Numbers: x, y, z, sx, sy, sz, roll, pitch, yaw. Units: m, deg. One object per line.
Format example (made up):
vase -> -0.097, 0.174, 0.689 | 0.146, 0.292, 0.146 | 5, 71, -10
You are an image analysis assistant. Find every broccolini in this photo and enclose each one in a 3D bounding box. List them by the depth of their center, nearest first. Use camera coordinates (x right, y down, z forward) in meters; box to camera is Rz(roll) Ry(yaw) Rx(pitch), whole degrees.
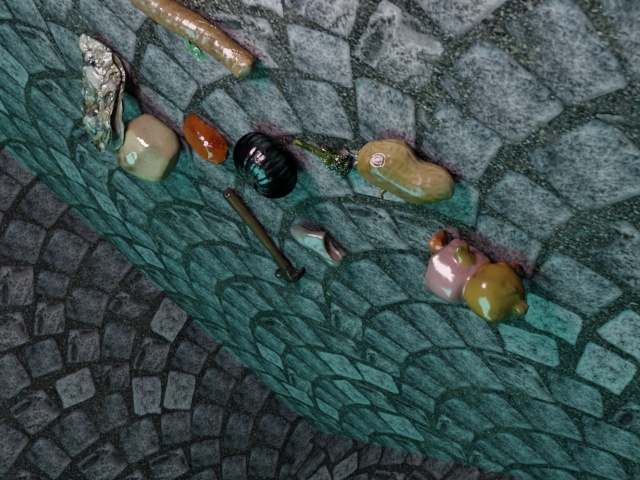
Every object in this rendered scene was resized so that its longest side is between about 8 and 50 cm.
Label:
broccolini -> -0.004, -0.213, 1.789 | 0.201, 0.058, 0.074 | 21, 143, 30

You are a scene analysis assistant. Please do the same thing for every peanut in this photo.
peanut -> 0.194, -0.155, 1.575 | 0.236, 0.120, 0.110 | 24, -178, 14

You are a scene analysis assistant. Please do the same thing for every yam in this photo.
yam -> -0.305, -0.505, 1.670 | 0.357, 0.081, 0.081 | 37, 155, 6

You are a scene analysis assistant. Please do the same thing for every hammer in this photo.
hammer -> -0.204, -0.008, 2.414 | 0.168, 0.044, 0.440 | 7, 141, 49

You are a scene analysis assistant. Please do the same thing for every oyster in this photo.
oyster -> -0.663, -0.445, 2.094 | 0.162, 0.158, 0.351 | 8, 116, 23

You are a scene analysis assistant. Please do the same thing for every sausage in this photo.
sausage -> -0.344, -0.301, 2.059 | 0.179, 0.089, 0.089 | 45, 156, 7

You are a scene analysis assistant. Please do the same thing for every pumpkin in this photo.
pumpkin -> -0.149, -0.208, 1.897 | 0.202, 0.140, 0.202 | 43, 168, 11

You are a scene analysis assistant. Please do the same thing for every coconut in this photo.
coconut -> -0.564, -0.297, 2.222 | 0.224, 0.224, 0.224 | 30, 154, 16

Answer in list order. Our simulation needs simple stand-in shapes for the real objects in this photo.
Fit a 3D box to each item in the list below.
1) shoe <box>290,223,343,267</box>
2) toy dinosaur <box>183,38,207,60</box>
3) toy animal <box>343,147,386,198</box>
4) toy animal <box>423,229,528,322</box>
shoe -> 0.000, 0.000, 2.153 | 0.195, 0.079, 0.078 | 41, 120, 10
toy dinosaur -> -0.321, -0.493, 1.778 | 0.083, 0.021, 0.062 | 14, 133, 43
toy animal -> 0.146, -0.161, 1.681 | 0.220, 0.069, 0.086 | 32, 133, 1
toy animal -> 0.379, 0.098, 1.686 | 0.281, 0.169, 0.195 | 24, 155, 28
